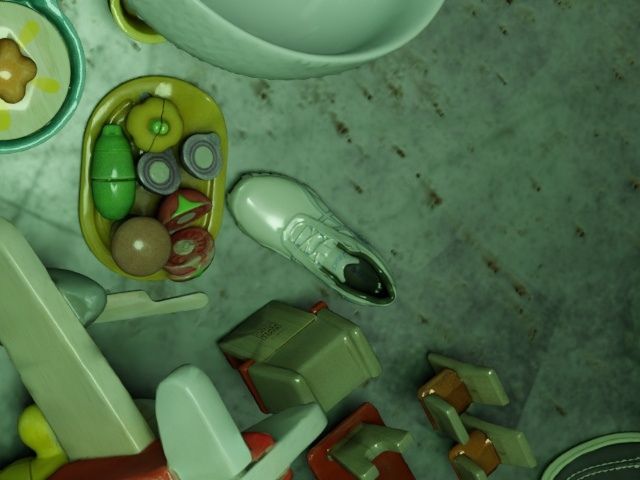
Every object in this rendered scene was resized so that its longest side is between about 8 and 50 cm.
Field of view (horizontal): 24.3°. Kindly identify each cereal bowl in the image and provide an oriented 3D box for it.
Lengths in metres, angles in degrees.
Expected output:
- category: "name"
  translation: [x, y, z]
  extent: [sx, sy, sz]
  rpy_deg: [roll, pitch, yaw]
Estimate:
- category: "cereal bowl"
  translation: [-0.057, -0.278, 1.166]
  extent: [0.339, 0.141, 0.339]
  rpy_deg: [10, 72, -33]

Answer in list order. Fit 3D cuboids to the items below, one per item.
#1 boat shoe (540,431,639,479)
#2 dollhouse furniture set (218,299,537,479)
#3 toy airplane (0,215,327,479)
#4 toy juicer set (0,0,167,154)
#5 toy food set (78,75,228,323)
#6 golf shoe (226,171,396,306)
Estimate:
- category: "boat shoe"
  translation: [0.355, 0.251, 1.472]
  extent: [0.285, 0.092, 0.103]
  rpy_deg: [3, 98, -21]
- category: "dollhouse furniture set"
  translation: [0.025, 0.183, 1.329]
  extent: [0.262, 0.135, 0.259]
  rpy_deg: [-38, 116, -23]
- category: "toy airplane"
  translation: [-0.158, 0.197, 1.191]
  extent: [0.384, 0.272, 0.386]
  rpy_deg: [20, 113, 8]
- category: "toy juicer set"
  translation: [-0.278, -0.163, 1.172]
  extent: [0.329, 0.089, 0.209]
  rpy_deg: [-41, 111, -7]
- category: "toy food set"
  translation: [-0.136, -0.028, 1.258]
  extent: [0.128, 0.071, 0.218]
  rpy_deg: [0, 101, -19]
- category: "golf shoe"
  translation: [0.000, 0.000, 1.304]
  extent: [0.176, 0.086, 0.069]
  rpy_deg: [33, 91, -20]
